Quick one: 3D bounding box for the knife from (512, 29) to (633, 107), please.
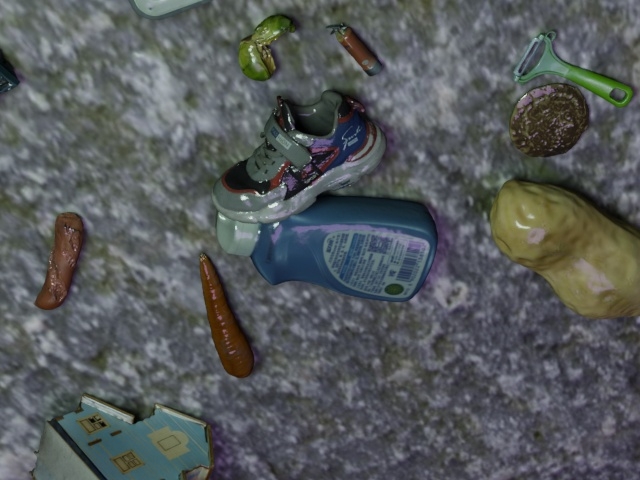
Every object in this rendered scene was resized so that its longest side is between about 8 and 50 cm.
[{"bbox_3d":[0.323,-0.209,1.455,0.166,0.022,0.078,17,124,-22],"label":"knife"}]

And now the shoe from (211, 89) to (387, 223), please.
[{"bbox_3d":[-0.036,-0.109,1.398,0.228,0.099,0.125,-25,137,0],"label":"shoe"}]

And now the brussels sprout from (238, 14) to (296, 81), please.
[{"bbox_3d":[-0.065,-0.226,1.344,0.051,0.046,0.083,21,111,-22],"label":"brussels sprout"}]

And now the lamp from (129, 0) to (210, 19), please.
[{"bbox_3d":[-0.115,-0.383,1.202,0.267,0.047,0.269,-19,129,4],"label":"lamp"}]

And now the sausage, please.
[{"bbox_3d":[-0.334,0.032,1.487,0.036,0.042,0.158,-22,145,-48],"label":"sausage"}]

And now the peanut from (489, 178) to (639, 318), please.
[{"bbox_3d":[0.354,0.021,1.562,0.319,0.147,0.147,28,117,-31],"label":"peanut"}]

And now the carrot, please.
[{"bbox_3d":[-0.135,0.105,1.587,0.048,0.048,0.216,-16,124,0],"label":"carrot"}]

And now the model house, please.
[{"bbox_3d":[-0.254,0.346,1.661,0.206,0.271,0.178,-20,139,-46],"label":"model house"}]

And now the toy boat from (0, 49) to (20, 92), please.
[{"bbox_3d":[-0.413,-0.166,1.301,0.141,0.060,0.055,-22,153,11],"label":"toy boat"}]

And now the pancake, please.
[{"bbox_3d":[0.297,-0.155,1.499,0.115,0.011,0.115,-7,128,-8],"label":"pancake"}]

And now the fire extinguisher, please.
[{"bbox_3d":[0.039,-0.229,1.376,0.028,0.022,0.083,-14,137,39],"label":"fire extinguisher"}]

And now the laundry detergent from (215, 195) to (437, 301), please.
[{"bbox_3d":[0.000,0.000,1.508,0.290,0.094,0.143,9,132,-16],"label":"laundry detergent"}]
